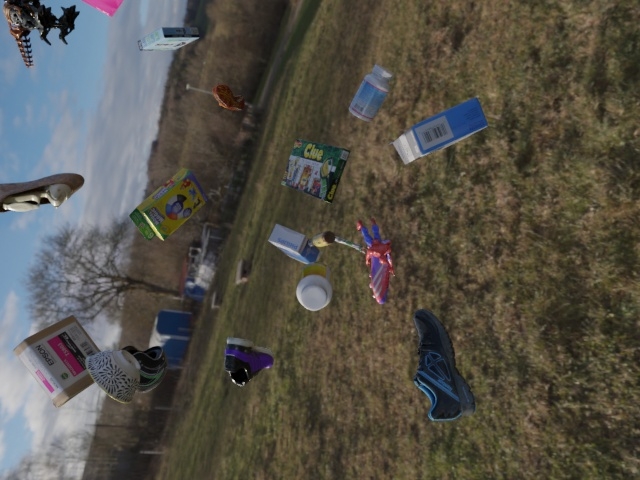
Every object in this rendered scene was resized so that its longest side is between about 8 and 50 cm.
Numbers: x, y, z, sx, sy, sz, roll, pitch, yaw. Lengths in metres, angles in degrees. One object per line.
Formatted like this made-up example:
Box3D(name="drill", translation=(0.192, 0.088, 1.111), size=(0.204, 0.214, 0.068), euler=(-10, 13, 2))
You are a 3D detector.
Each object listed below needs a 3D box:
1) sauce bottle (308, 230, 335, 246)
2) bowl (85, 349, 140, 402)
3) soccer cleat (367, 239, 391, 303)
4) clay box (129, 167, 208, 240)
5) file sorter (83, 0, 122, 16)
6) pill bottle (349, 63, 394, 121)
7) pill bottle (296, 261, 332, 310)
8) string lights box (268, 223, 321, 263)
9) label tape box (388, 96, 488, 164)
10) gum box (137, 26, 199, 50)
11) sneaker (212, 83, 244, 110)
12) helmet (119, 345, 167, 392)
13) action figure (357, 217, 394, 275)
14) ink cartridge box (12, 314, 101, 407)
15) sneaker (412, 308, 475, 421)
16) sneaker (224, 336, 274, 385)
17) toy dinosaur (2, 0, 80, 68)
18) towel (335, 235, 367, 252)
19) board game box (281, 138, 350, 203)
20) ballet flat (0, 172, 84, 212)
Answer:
Box3D(name="sauce bottle", translation=(0.000, 0.000, 1.514), size=(0.128, 0.042, 0.042), euler=(-22, 60, 62))
Box3D(name="bowl", translation=(-0.551, 0.354, 1.386), size=(0.080, 0.170, 0.170), euler=(-43, 17, -8))
Box3D(name="soccer cleat", translation=(0.241, 0.119, 1.954), size=(0.095, 0.083, 0.248), euler=(-10, 80, 25))
Box3D(name="clay box", translation=(-0.456, -0.101, 1.531), size=(0.053, 0.222, 0.127), euler=(26, 153, 34))
Box3D(name="file sorter", translation=(-0.558, -0.735, 1.255), size=(0.290, 0.202, 0.182), euler=(4, 75, 56))
Box3D(name="pill bottle", translation=(0.161, -0.459, 1.571), size=(0.160, 0.087, 0.087), euler=(-60, 26, 27))
Box3D(name="pill bottle", translation=(-0.018, 0.153, 1.672), size=(0.215, 0.117, 0.117), euler=(-83, 8, -76))
Box3D(name="string lights box", translation=(-0.096, 0.026, 2.015), size=(0.077, 0.133, 0.260), euler=(-65, -19, -9))
Box3D(name="label tape box", translation=(0.394, -0.362, 1.747), size=(0.333, 0.240, 0.106), euler=(-164, 50, -86))
Box3D(name="gum box", translation=(-0.580, -0.767, 1.925), size=(0.184, 0.157, 0.041), euler=(-1, 106, 44))
Box3D(name="sneaker", translation=(-0.294, -0.433, 1.557), size=(0.175, 0.067, 0.064), euler=(11, -98, -75))
Box3D(name="helmet", translation=(-0.620, 0.446, 1.764), size=(0.169, 0.161, 0.170), euler=(-26, 52, 40))
Box3D(name="action figure", translation=(0.204, 0.037, 1.864), size=(0.280, 0.091, 0.139), euler=(-106, 7, -64))
Box3D(name="ink cartridge box", translation=(-0.833, 0.388, 1.648), size=(0.088, 0.235, 0.193), euler=(-37, 1, 27))
Box3D(name="sneaker", translation=(0.335, 0.365, 1.507), size=(0.125, 0.139, 0.341), euler=(78, 174, -59))
Box3D(name="sneaker", translation=(-0.260, 0.441, 1.779), size=(0.293, 0.102, 0.146), euler=(49, -135, -58))
Box3D(name="toy dinosaur", translation=(-0.887, -0.705, 1.553), size=(0.322, 0.218, 0.164), euler=(105, -170, -50))
Box3D(name="towel", translation=(0.110, 0.016, 2.038), size=(0.023, 0.151, 0.113), euler=(-69, -17, -3))
Box3D(name="board game box", translation=(-0.020, -0.187, 1.314), size=(0.259, 0.030, 0.136), euler=(27, 97, 58))
Box3D(name="ballet flat", translation=(-0.940, -0.149, 1.695), size=(0.106, 0.315, 0.108), euler=(46, 135, 27))
